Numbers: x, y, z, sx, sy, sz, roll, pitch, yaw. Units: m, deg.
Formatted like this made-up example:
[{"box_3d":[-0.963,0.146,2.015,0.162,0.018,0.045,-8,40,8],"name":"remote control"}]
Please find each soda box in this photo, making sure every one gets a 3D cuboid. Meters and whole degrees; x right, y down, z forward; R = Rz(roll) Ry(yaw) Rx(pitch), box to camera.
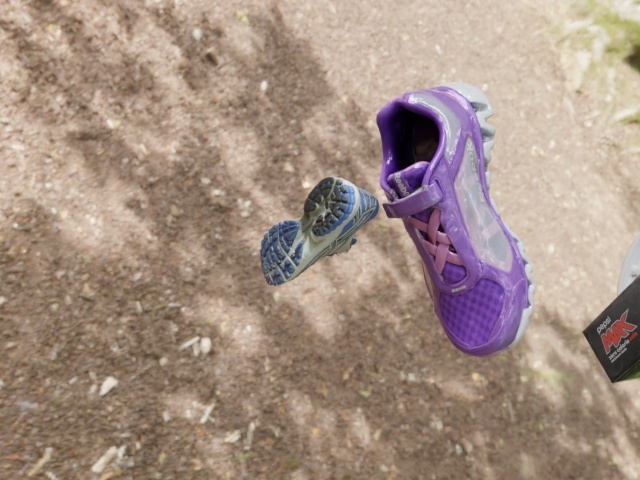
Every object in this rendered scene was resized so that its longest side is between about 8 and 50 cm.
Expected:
[{"box_3d":[0.295,0.051,0.661,0.053,0.169,0.060,-3,51,-26],"name":"soda box"}]

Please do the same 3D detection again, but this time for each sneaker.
[{"box_3d":[0.097,-0.021,0.638,0.104,0.095,0.237,4,72,-51],"name":"sneaker"},{"box_3d":[0.000,0.000,0.666,0.058,0.135,0.052,6,57,-39],"name":"sneaker"}]

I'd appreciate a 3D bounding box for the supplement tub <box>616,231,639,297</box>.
[{"box_3d":[0.578,0.090,1.065,0.315,0.193,0.194,19,57,-20],"name":"supplement tub"}]
